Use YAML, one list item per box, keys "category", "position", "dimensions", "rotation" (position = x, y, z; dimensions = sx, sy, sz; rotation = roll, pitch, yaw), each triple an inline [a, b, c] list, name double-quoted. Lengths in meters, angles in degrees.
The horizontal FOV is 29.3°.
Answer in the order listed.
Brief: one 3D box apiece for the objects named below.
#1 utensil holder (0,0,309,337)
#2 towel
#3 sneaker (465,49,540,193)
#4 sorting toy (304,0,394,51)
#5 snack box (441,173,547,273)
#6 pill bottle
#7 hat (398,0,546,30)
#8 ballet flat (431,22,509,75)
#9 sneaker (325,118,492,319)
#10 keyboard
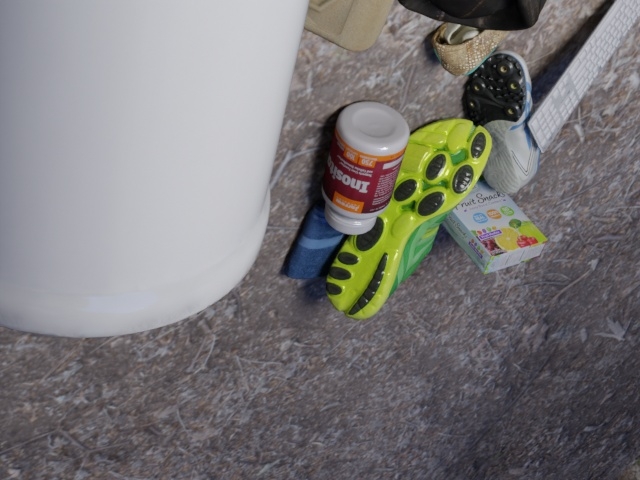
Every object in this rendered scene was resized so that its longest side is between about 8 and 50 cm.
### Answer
- category: "utensil holder"
  position: [-0.163, -0.178, 0.887]
  dimensions: [0.327, 0.328, 0.385]
  rotation: [-15, 139, -32]
- category: "towel"
  position: [0.000, 0.000, 1.542]
  dimensions: [0.067, 0.029, 0.119]
  rotation: [-8, 138, -37]
- category: "sneaker"
  position: [0.238, -0.158, 1.540]
  dimensions: [0.086, 0.085, 0.237]
  rotation: [-53, 152, -27]
- category: "sorting toy"
  position: [-0.043, -0.249, 1.040]
  dimensions: [0.041, 0.229, 0.307]
  rotation: [-62, 177, -52]
- category: "snack box"
  position: [0.216, -0.026, 1.613]
  dimensions: [0.100, 0.141, 0.037]
  rotation: [-14, 142, -32]
- category: "pill bottle"
  position: [0.048, -0.081, 1.433]
  dimensions: [0.086, 0.086, 0.152]
  rotation: [-18, 143, -28]
- category: "hat"
  position: [0.142, -0.262, 1.076]
  dimensions: [0.331, 0.331, 0.134]
  rotation: [36, 62, -57]
- category: "ballet flat"
  position: [0.203, -0.272, 1.362]
  dimensions: [0.067, 0.073, 0.206]
  rotation: [31, 105, -41]
- category: "sneaker"
  position: [0.107, -0.036, 1.558]
  dimensions: [0.295, 0.109, 0.123]
  rotation: [-54, 174, 16]
- category: "keyboard"
  position: [0.338, -0.227, 1.526]
  dimensions: [0.256, 0.014, 0.072]
  rotation: [-54, 151, -9]
